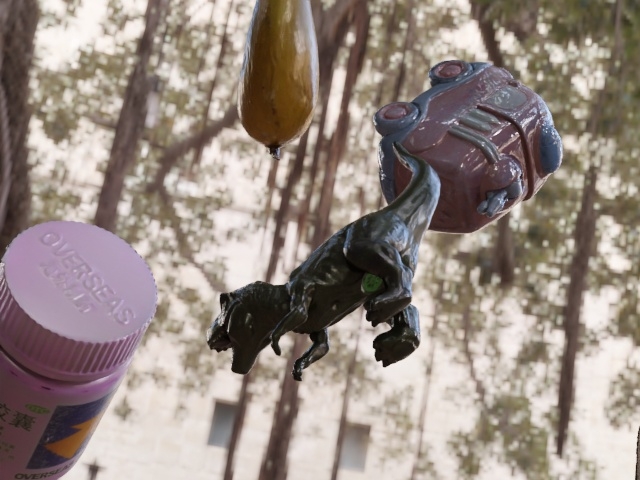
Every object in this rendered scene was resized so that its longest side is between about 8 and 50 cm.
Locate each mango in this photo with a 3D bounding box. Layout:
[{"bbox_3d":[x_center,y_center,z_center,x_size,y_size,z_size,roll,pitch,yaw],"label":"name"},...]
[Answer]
[{"bbox_3d":[-0.060,-0.274,1.807,0.119,0.317,0.176,1,-13,3],"label":"mango"}]

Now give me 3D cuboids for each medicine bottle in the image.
[{"bbox_3d":[-0.306,0.131,1.359,0.178,0.178,0.291,17,-47,-19],"label":"medicine bottle"}]

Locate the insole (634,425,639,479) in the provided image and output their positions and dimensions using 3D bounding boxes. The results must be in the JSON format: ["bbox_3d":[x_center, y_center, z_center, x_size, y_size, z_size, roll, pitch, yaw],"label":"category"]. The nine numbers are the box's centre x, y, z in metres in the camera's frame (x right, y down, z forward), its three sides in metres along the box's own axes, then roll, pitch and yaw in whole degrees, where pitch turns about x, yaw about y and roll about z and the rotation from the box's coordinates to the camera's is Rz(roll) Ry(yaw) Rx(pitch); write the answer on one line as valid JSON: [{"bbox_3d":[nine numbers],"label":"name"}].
[{"bbox_3d":[0.505,0.425,1.826,0.111,0.328,0.007,6,-9,-41],"label":"insole"}]

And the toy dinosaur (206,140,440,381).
[{"bbox_3d":[0.000,0.000,0.820,0.187,0.179,0.087,-17,-34,-3],"label":"toy dinosaur"}]

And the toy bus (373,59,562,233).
[{"bbox_3d":[0.234,-0.129,1.830,0.231,0.294,0.197,20,-44,41],"label":"toy bus"}]
